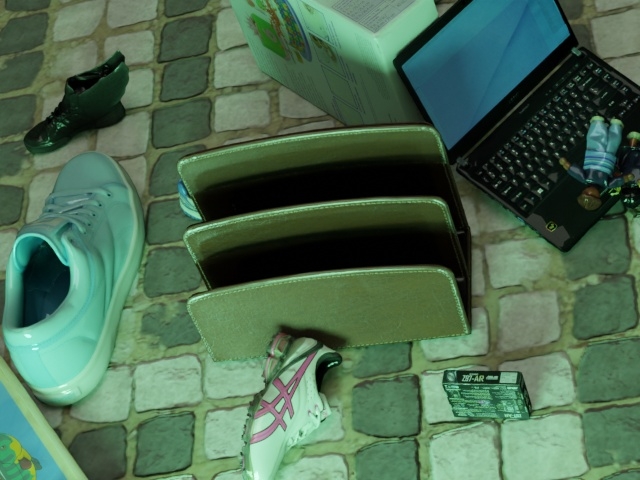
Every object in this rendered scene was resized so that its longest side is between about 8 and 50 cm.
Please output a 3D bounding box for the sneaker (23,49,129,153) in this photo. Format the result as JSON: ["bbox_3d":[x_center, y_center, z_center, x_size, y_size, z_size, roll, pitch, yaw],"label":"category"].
[{"bbox_3d":[-0.324,-0.181,2.168,0.170,0.089,0.051,-21,47,0],"label":"sneaker"}]

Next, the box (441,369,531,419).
[{"bbox_3d":[0.174,0.161,1.719,0.083,0.067,0.018,-1,52,20],"label":"box"}]

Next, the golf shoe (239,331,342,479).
[{"bbox_3d":[-0.033,0.185,1.769,0.086,0.067,0.186,11,61,11],"label":"golf shoe"}]

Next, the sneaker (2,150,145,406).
[{"bbox_3d":[-0.297,0.008,1.957,0.135,0.150,0.366,-9,49,10],"label":"sneaker"}]

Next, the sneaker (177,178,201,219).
[{"bbox_3d":[-0.122,-0.045,2.003,0.135,0.058,0.052,16,58,29],"label":"sneaker"}]

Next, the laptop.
[{"bbox_3d":[0.257,-0.166,1.878,0.264,0.136,0.234,40,71,21],"label":"laptop"}]

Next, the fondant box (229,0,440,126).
[{"bbox_3d":[0.021,-0.252,2.007,0.096,0.238,0.330,-42,50,-16],"label":"fondant box"}]

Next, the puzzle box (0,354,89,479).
[{"bbox_3d":[-0.410,0.286,1.828,0.272,0.052,0.409,-36,49,-11],"label":"puzzle box"}]

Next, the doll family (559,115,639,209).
[{"bbox_3d":[0.365,-0.072,1.834,0.193,0.076,0.111,8,71,23],"label":"doll family"}]

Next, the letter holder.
[{"bbox_3d":[0.000,0.000,1.816,0.301,0.214,0.152,-7,49,13],"label":"letter holder"}]
